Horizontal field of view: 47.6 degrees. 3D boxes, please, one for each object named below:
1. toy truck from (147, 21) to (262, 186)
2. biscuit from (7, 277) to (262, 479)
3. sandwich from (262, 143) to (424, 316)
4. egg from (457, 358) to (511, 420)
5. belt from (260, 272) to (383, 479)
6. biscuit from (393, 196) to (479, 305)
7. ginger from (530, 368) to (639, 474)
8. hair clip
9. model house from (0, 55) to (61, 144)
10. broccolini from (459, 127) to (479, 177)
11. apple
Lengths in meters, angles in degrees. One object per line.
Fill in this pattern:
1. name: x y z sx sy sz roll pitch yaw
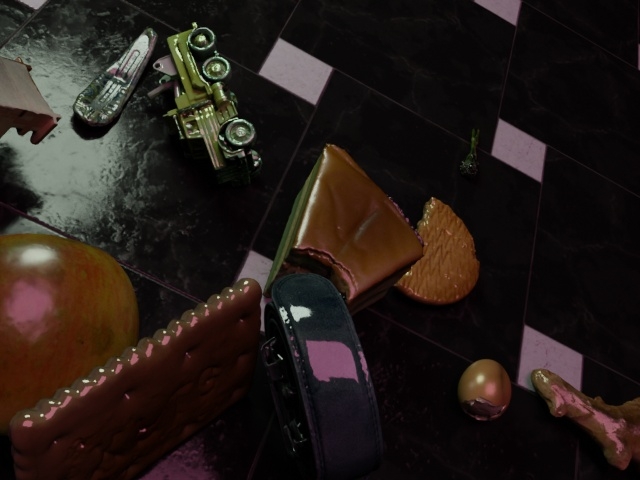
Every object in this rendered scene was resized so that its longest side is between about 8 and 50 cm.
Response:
1. toy truck: -0.189 -0.203 1.161 0.135 0.128 0.260 -24 71 -9
2. biscuit: -0.190 0.187 0.821 0.044 0.217 0.324 36 45 26
3. sandwich: 0.000 0.000 1.074 0.198 0.155 0.227 -28 74 -37
4. egg: 0.249 0.222 1.098 0.080 0.080 0.096 29 53 -6
5. belt: -0.007 0.173 0.906 0.116 0.206 0.268 -12 84 -14
6. biscuit: 0.204 0.032 1.236 0.144 0.033 0.224 32 50 -7
7. ginger: 0.484 0.309 1.164 0.333 0.081 0.148 32 66 -3
8. hair clip: -0.324 -0.261 1.168 0.066 0.036 0.229 26 57 -3
9. model house: -0.532 -0.152 0.889 0.169 0.244 0.326 54 18 13
10. broccolini: 0.296 -0.175 1.433 0.035 0.030 0.140 0 45 16
11. apple: -0.331 0.112 0.818 0.246 0.246 0.226 2 78 -26
